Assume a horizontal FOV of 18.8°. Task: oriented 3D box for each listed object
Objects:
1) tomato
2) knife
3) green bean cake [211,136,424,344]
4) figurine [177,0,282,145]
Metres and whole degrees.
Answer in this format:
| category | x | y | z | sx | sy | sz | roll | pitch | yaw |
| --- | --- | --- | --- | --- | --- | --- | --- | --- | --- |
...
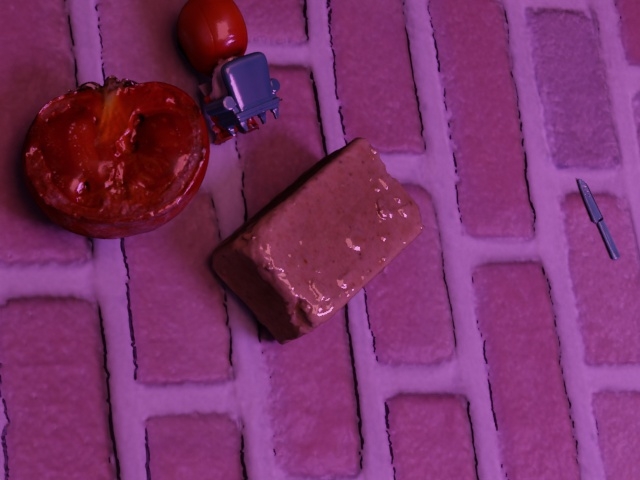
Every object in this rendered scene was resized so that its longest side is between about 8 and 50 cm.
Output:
| category | x | y | z | sx | sy | sz | roll | pitch | yaw |
| --- | --- | --- | --- | --- | --- | --- | --- | --- | --- |
| tomato | -0.173 | -0.063 | 1.658 | 0.159 | 0.091 | 0.139 | -7 | 67 | -5 |
| knife | 0.281 | -0.022 | 1.961 | 0.014 | 0.005 | 0.091 | -21 | 86 | -35 |
| green bean cake | 0.000 | 0.000 | 1.741 | 0.179 | 0.085 | 0.109 | -41 | 98 | -34 |
| figurine | -0.088 | -0.163 | 1.745 | 0.068 | 0.075 | 0.140 | -21 | 88 | -33 |
